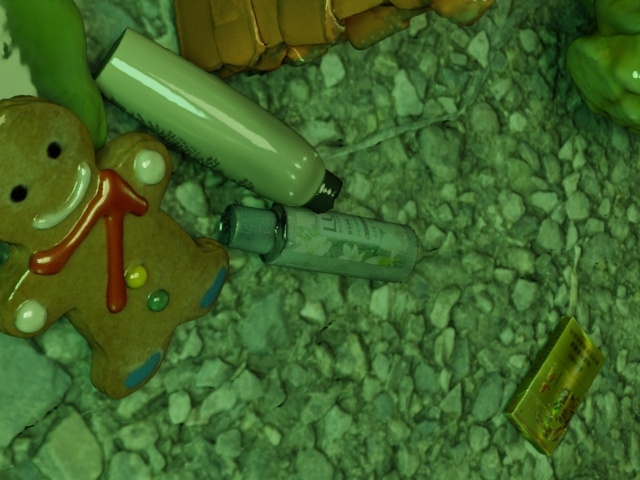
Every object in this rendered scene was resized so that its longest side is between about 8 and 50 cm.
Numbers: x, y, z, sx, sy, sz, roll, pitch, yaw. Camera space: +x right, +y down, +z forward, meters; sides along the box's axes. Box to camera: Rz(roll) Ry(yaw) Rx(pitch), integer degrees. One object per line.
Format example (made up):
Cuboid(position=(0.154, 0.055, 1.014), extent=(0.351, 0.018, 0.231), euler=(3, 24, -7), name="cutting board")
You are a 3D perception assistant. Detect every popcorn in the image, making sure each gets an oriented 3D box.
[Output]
Cuboid(position=(0.471, -0.277, 1.150), extent=(0.293, 0.292, 0.334), euler=(36, 75, -31), name="popcorn")

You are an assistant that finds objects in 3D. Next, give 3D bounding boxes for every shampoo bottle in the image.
Cuboid(position=(0.000, 0.000, 0.971), extent=(0.214, 0.072, 0.072), euler=(9, 83, -30), name="shampoo bottle")
Cuboid(position=(-0.090, -0.103, 0.890), extent=(0.257, 0.127, 0.078), euler=(33, 82, -20), name="shampoo bottle")

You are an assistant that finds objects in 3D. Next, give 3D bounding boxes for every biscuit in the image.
Cuboid(position=(-0.186, 0.007, 0.787), extent=(0.205, 0.049, 0.324), euler=(-51, 141, -22), name="biscuit")

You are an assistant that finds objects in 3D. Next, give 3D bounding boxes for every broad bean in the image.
Cuboid(position=(-0.303, -0.141, 0.759), extent=(0.291, 0.119, 0.238), euler=(33, 88, -26), name="broad bean")

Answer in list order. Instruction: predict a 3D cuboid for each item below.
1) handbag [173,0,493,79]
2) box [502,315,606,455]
Cuboid(position=(0.005, -0.309, 0.793), extent=(0.116, 0.410, 0.304), euler=(-8, 91, -39), name="handbag")
Cuboid(position=(0.295, 0.181, 1.173), extent=(0.089, 0.022, 0.156), euler=(48, 66, -20), name="box")
